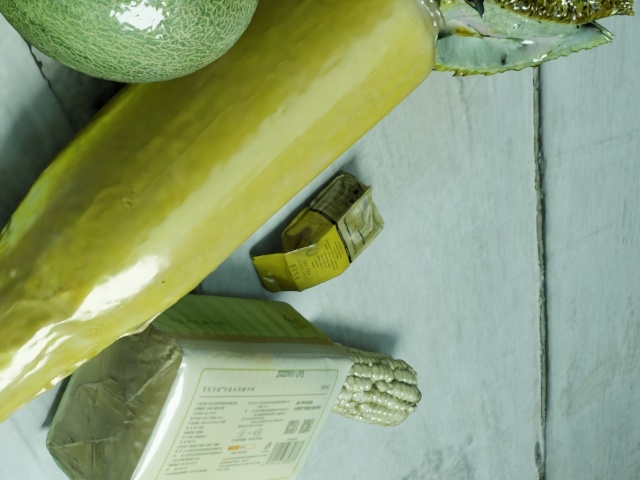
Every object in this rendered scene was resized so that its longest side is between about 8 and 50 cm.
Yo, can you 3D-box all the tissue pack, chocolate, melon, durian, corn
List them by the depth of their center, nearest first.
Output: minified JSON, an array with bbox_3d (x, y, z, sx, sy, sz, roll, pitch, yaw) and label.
[{"bbox_3d":[-0.113,-0.166,0.638,0.192,0.139,0.139,-1,120,-42],"label":"melon"},{"bbox_3d":[-0.116,-0.046,0.756,0.445,0.162,0.162,-44,145,-8],"label":"chocolate"},{"bbox_3d":[0.162,-0.234,0.908,0.237,0.193,0.138,-4,80,-61],"label":"durian"},{"bbox_3d":[-0.101,0.140,0.928,0.234,0.125,0.159,9,110,-52],"label":"tissue pack"},{"bbox_3d":[0.038,0.158,1.150,0.087,0.087,0.211,-58,147,5],"label":"corn"}]

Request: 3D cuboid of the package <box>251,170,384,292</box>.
[{"bbox_3d":[0.000,0.000,1.000,0.131,0.047,0.071,-43,148,-20],"label":"package"}]
